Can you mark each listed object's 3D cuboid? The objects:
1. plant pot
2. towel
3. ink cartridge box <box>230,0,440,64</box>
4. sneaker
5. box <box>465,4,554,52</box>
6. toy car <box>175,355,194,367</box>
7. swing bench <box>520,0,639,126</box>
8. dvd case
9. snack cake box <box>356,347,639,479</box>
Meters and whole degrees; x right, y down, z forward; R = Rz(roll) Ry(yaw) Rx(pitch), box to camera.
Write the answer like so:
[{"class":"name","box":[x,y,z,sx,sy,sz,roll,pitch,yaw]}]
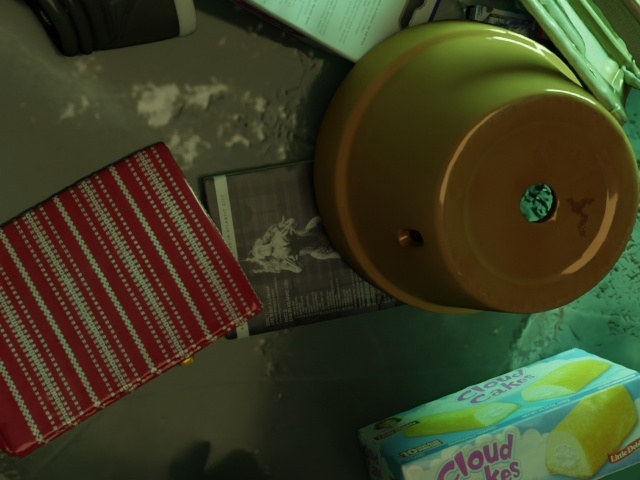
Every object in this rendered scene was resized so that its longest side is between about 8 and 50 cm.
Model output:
[{"class":"plant pot","box":[0.159,-0.055,1.192,0.290,0.203,0.291,-4,104,-17]},{"class":"towel","box":[-0.218,0.053,1.195,0.274,0.031,0.199,-30,83,-11]},{"class":"ink cartridge box","box":[-0.021,-0.289,1.172,0.371,0.069,0.176,23,91,-42]},{"class":"sneaker","box":[-0.227,-0.298,1.132,0.147,0.104,0.296,-25,107,-16]},{"class":"box","box":[0.185,-0.165,1.306,0.094,0.027,0.137,8,95,-17]},{"class":"toy car","box":[-0.180,0.099,1.231,0.122,0.040,0.060,-6,99,-14]},{"class":"swing bench","box":[0.280,-0.248,1.200,0.165,0.254,0.253,-46,106,-11]},{"class":"dvd case","box":[0.000,0.000,1.281,0.221,0.018,0.165,-11,101,-15]},{"class":"snack cake box","box":[0.187,0.202,1.290,0.264,0.152,0.089,-19,101,-13]}]
